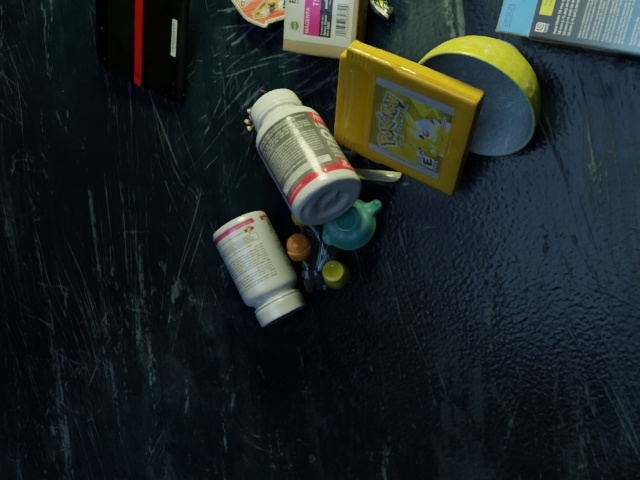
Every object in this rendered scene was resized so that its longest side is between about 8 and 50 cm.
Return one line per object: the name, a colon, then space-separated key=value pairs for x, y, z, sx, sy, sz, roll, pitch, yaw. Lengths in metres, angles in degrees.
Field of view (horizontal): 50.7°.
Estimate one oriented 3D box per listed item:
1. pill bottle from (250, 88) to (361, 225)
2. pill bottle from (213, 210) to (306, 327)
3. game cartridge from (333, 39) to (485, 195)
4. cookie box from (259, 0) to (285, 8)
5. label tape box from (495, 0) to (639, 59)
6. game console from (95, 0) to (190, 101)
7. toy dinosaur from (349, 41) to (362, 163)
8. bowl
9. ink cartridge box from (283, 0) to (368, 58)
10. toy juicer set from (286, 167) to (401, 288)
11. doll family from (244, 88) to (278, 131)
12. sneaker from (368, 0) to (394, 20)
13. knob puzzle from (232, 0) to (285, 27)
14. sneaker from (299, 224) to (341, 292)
pill bottle: x=-0.048 y=-0.207 z=1.617 sx=0.176 sy=0.176 sz=0.319 roll=-44 pitch=60 yaw=27
pill bottle: x=-0.160 y=0.078 z=1.814 sx=0.160 sy=0.160 sz=0.283 roll=-33 pitch=80 yaw=29
game cartridge: x=0.180 y=-0.266 z=1.494 sx=0.323 sy=0.053 sz=0.285 roll=26 pitch=144 yaw=17
cookie box: x=-0.120 y=-0.626 z=1.771 sx=0.107 sy=0.040 sz=0.092 roll=16 pitch=104 yaw=28
label tape box: x=0.555 y=-0.506 z=1.359 sx=0.333 sy=0.106 sz=0.241 roll=19 pitch=106 yaw=27
game console: x=-0.509 y=-0.625 z=1.936 sx=0.341 sy=0.060 sz=0.387 roll=25 pitch=126 yaw=20
toy dinosaur: x=0.124 y=-0.324 z=1.639 sx=0.160 sy=0.121 sz=0.314 roll=45 pitch=147 yaw=17
bowl: x=0.353 y=-0.337 z=1.451 sx=0.289 sy=0.289 sz=0.156 roll=23 pitch=65 yaw=26
ink cartridge box: x=0.014 y=-0.567 z=1.630 sx=0.193 sy=0.088 sz=0.235 roll=11 pitch=116 yaw=16
toy juicer set: x=0.041 y=-0.061 z=1.696 sx=0.209 sy=0.089 sz=0.329 roll=28 pitch=83 yaw=16
doll family: x=-0.135 y=-0.323 z=1.801 sx=0.111 sy=0.076 sz=0.193 roll=-37 pitch=75 yaw=33
sneaker: x=0.147 y=-0.566 z=1.636 sx=0.035 sy=0.031 sz=0.083 roll=-36 pitch=67 yaw=-2
knob puzzle: x=-0.156 y=-0.648 z=1.747 sx=0.213 sy=0.030 sz=0.213 roll=4 pitch=97 yaw=29
sneaker: x=0.000 y=0.000 z=1.767 sx=0.106 sy=0.101 sz=0.268 roll=-6 pitch=91 yaw=6
